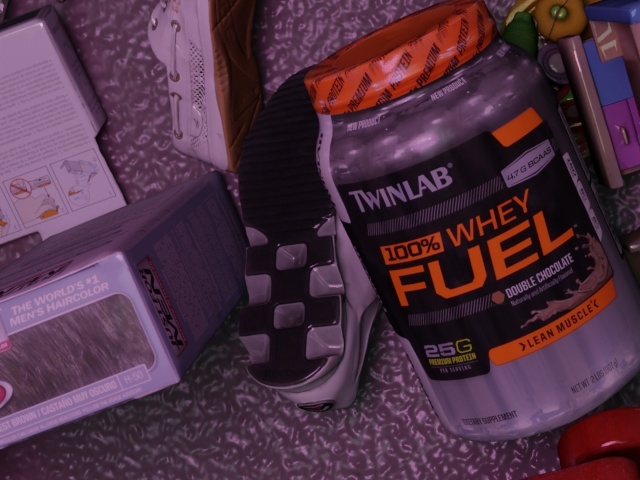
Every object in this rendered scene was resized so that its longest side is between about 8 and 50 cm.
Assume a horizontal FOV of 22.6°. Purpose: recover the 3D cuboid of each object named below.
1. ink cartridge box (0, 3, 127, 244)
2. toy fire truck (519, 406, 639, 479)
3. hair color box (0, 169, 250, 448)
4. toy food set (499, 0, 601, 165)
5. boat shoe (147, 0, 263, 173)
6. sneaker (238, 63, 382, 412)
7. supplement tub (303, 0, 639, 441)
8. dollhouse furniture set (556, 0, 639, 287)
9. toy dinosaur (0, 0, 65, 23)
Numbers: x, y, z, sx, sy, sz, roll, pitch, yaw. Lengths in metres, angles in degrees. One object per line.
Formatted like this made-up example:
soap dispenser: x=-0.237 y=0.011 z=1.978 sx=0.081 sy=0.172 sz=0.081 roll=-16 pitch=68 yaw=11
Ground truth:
ink cartridge box: x=-0.335 y=-0.070 z=1.560 sx=0.275 sy=0.060 sz=0.239 roll=-19 pitch=112 yaw=11
toy fire truck: x=0.201 y=0.277 z=1.345 sx=0.254 sy=0.302 sz=0.169 roll=-18 pitch=56 yaw=12
hair color box: x=-0.182 y=0.050 z=1.363 sx=0.185 sy=0.374 sz=0.114 roll=-21 pitch=98 yaw=11
toy food set: x=0.209 y=-0.130 z=1.440 sx=0.128 sy=0.071 sz=0.218 roll=13 pitch=94 yaw=11
boat shoe: x=-0.115 y=-0.191 z=1.452 sx=0.096 sy=0.098 sz=0.277 roll=12 pitch=122 yaw=22
sneaker: x=0.000 y=0.000 z=1.471 sx=0.122 sy=0.146 sz=0.331 roll=-2 pitch=66 yaw=23
supplement tub: x=0.129 y=-0.020 z=1.346 sx=0.207 sy=0.207 sz=0.338 roll=-24 pitch=104 yaw=11
dollhouse furniture set: x=0.344 y=-0.080 z=1.277 sx=0.198 sy=0.303 sz=0.286 roll=-18 pitch=98 yaw=-1
toy dinosaur: x=-0.268 y=-0.330 z=1.523 sx=0.160 sy=0.121 sz=0.313 roll=37 pitch=129 yaw=12
